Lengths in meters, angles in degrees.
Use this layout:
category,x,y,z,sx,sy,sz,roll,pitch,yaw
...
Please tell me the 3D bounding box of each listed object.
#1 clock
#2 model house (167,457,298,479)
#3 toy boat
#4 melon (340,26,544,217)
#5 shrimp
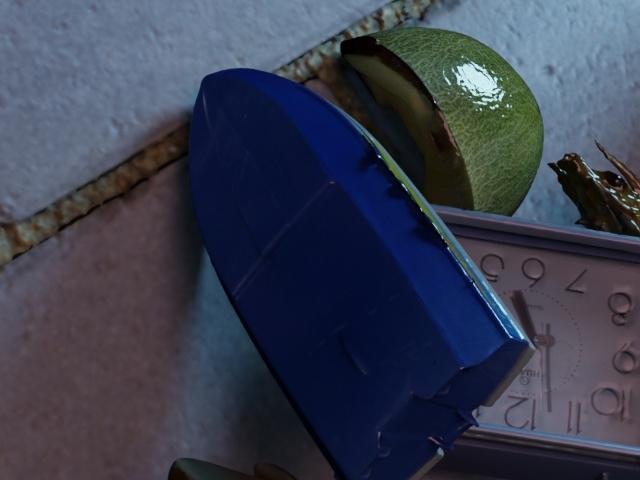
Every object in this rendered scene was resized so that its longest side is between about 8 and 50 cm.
category,x,y,z,sx,sy,sz,roll,pitch,yaw
clock,0.120,0.067,0.991,0.193,0.073,0.145,8,66,-3
model house,-0.016,0.259,0.818,0.199,0.219,0.229,20,107,-30
toy boat,0.000,0.000,0.930,0.088,0.129,0.295,19,29,-47
melon,0.095,-0.082,1.065,0.128,0.079,0.160,-28,85,-31
shrimp,0.213,0.055,1.088,0.150,0.068,0.249,-28,91,-27
